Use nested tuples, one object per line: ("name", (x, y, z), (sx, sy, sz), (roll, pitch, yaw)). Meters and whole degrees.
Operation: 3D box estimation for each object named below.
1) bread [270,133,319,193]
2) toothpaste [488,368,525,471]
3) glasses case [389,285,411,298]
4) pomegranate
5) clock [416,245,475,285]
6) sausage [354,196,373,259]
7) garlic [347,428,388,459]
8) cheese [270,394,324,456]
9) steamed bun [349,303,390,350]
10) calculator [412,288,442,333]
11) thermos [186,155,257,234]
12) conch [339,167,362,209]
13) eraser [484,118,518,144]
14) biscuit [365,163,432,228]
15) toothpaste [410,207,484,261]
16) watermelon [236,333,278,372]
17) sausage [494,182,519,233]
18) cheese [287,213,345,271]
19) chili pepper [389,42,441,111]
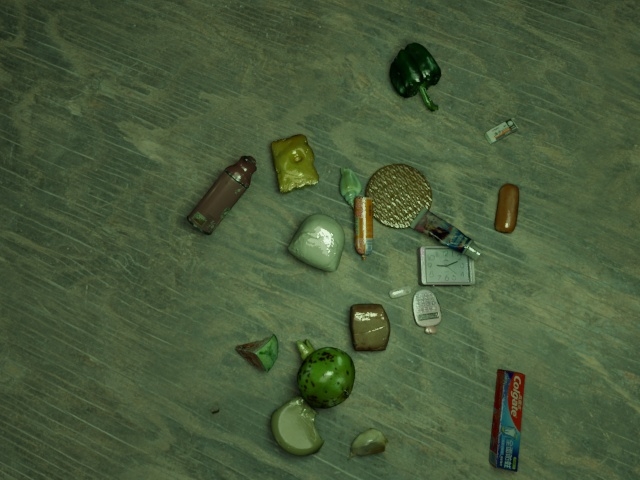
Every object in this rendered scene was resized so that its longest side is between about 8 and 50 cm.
("bread", (-0.101, -0.295, 1.576), (0.161, 0.088, 0.233), (-11, 77, -6))
("toothpaste", (0.648, 0.618, 1.407), (0.076, 0.066, 0.320), (9, 81, 3))
("glasses case", (0.297, 0.192, 1.510), (0.083, 0.021, 0.032), (-15, 78, -1))
("pomegranate", (0.006, 0.450, 1.394), (0.211, 0.211, 0.263), (-47, 50, -7))
("clock", (0.464, 0.096, 1.504), (0.197, 0.063, 0.150), (0, 79, 1))
("sausage", (0.163, -0.044, 1.520), (0.071, 0.071, 0.234), (-1, 90, 1))
("garlic", (0.160, 0.704, 1.399), (0.152, 0.066, 0.084), (-13, 82, -3))
("cheese", (-0.074, 0.651, 1.403), (0.175, 0.091, 0.202), (-35, 83, -6))
("steamed bun", (0.176, 0.310, 1.455), (0.145, 0.106, 0.175), (-3, 94, -5))
("calculator", (0.393, 0.262, 1.496), (0.103, 0.024, 0.166), (-8, 78, -1))
("thermos", (-0.347, -0.176, 1.520), (0.330, 0.136, 0.109), (-50, 56, 7))
("conch", (0.119, -0.204, 1.563), (0.088, 0.065, 0.180), (-9, 75, 0))
("eraser", (0.718, -0.433, 1.610), (0.122, 0.029, 0.052), (-28, 80, -5))
("biscuit", (0.302, -0.170, 1.567), (0.262, 0.037, 0.262), (0, 80, 1))
("toothpaste", (0.463, -0.020, 1.479), (0.266, 0.061, 0.096), (35, 77, 20))
("watermelon", (-0.229, 0.415, 1.442), (0.158, 0.121, 0.098), (-14, 102, 3))
("sausage", (0.708, -0.122, 1.533), (0.076, 0.076, 0.197), (11, 79, 3))
("cheese", (0.000, 0.000, 1.483), (0.198, 0.154, 0.189), (25, 99, 1))
("chili pepper", (0.392, -0.632, 1.589), (0.174, 0.165, 0.261), (-27, 82, -16))
